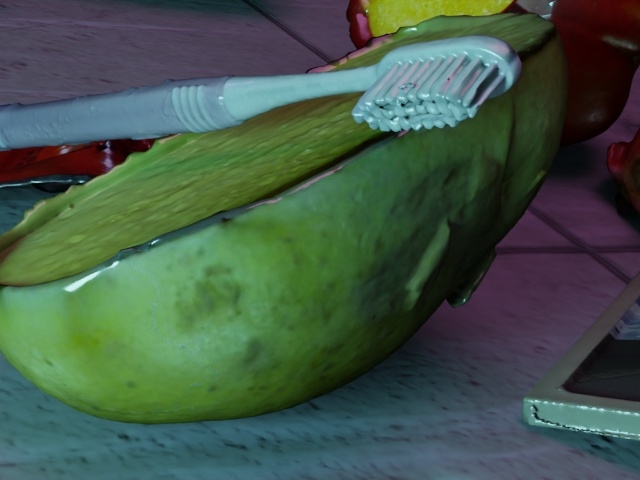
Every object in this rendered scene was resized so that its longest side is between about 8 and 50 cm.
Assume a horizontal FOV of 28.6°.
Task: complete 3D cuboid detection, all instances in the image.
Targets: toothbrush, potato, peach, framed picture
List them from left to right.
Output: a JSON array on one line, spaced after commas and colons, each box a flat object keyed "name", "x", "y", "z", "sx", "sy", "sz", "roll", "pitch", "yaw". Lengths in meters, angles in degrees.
[{"name": "toothbrush", "x": -0.059, "y": -0.051, "z": 0.515, "sx": 0.354, "sy": 0.024, "sz": 0.029, "roll": 2, "pitch": 40, "yaw": 50}, {"name": "potato", "x": 0.000, "y": 0.000, "z": 0.512, "sx": 0.271, "sy": 0.111, "sz": 0.160, "roll": -31, "pitch": 22, "yaw": -31}, {"name": "peach", "x": 0.125, "y": -0.165, "z": 0.901, "sx": 0.226, "sy": 0.190, "sz": 0.196, "roll": 22, "pitch": 37, "yaw": 10}, {"name": "framed picture", "x": 0.227, "y": 0.050, "z": 0.600, "sx": 0.189, "sy": 0.023, "sz": 0.260, "roll": 5, "pitch": 18, "yaw": 29}]

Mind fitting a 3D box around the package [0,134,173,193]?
[{"name": "package", "x": -0.069, "y": -0.047, "z": 0.688, "sx": 0.269, "sy": 0.071, "sz": 0.194, "roll": 7, "pitch": 8, "yaw": 0}]

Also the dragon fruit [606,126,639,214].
[{"name": "dragon fruit", "x": 0.315, "y": -0.108, "z": 0.844, "sx": 0.262, "sy": 0.212, "sz": 0.134, "roll": 3, "pitch": 30, "yaw": -34}]
